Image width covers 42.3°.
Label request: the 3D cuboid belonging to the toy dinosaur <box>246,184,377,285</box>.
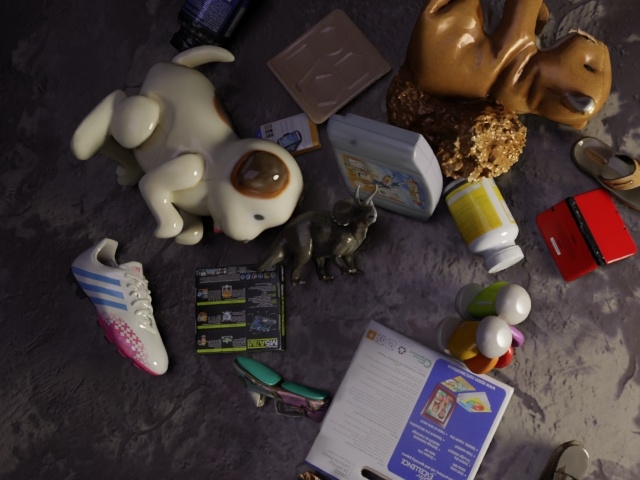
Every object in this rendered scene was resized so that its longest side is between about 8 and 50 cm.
[{"bbox_3d":[0.000,0.000,1.662,0.313,0.121,0.160,-13,84,28],"label":"toy dinosaur"}]

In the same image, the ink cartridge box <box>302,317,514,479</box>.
[{"bbox_3d":[0.167,0.352,1.577,0.303,0.072,0.307,25,89,18],"label":"ink cartridge box"}]

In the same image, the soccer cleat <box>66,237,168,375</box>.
[{"bbox_3d":[-0.409,0.132,1.758,0.143,0.116,0.331,-44,71,4],"label":"soccer cleat"}]

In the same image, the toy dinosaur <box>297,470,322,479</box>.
[{"bbox_3d":[0.000,0.604,1.539,0.218,0.164,0.322,-23,51,-6],"label":"toy dinosaur"}]

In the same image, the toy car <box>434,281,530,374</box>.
[{"bbox_3d":[0.317,0.166,1.535,0.136,0.159,0.182,46,64,-22],"label":"toy car"}]

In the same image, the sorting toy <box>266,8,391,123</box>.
[{"bbox_3d":[0.018,-0.372,1.773,0.208,0.038,0.193,-36,72,-2],"label":"sorting toy"}]

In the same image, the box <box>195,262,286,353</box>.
[{"bbox_3d":[-0.168,0.143,1.725,0.190,0.045,0.184,-5,80,14],"label":"box"}]

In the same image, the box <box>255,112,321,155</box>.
[{"bbox_3d":[-0.072,-0.220,1.777,0.136,0.028,0.081,-15,76,15],"label":"box"}]

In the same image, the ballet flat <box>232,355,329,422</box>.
[{"bbox_3d":[-0.087,0.307,1.660,0.221,0.077,0.079,20,105,18],"label":"ballet flat"}]

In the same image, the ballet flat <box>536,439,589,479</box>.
[{"bbox_3d":[0.404,0.470,1.495,0.084,0.058,0.250,27,94,-2],"label":"ballet flat"}]

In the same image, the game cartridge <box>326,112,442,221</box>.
[{"bbox_3d":[0.130,-0.129,1.557,0.198,0.297,0.062,24,75,20],"label":"game cartridge"}]

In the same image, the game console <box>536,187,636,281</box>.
[{"bbox_3d":[0.504,-0.011,1.576,0.124,0.085,0.144,-36,68,40],"label":"game console"}]

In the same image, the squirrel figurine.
[{"bbox_3d":[0.337,-0.286,1.571,0.370,0.281,0.397,28,90,8],"label":"squirrel figurine"}]

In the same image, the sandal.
[{"bbox_3d":[0.569,-0.131,1.552,0.219,0.060,0.090,42,85,21],"label":"sandal"}]

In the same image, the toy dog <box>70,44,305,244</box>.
[{"bbox_3d":[-0.221,-0.162,1.701,0.408,0.284,0.395,35,79,17],"label":"toy dog"}]

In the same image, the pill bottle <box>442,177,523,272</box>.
[{"bbox_3d":[0.315,-0.035,1.587,0.103,0.103,0.184,-26,73,10],"label":"pill bottle"}]

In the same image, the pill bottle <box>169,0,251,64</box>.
[{"bbox_3d":[-0.237,-0.504,1.820,0.123,0.123,0.219,39,104,19],"label":"pill bottle"}]
